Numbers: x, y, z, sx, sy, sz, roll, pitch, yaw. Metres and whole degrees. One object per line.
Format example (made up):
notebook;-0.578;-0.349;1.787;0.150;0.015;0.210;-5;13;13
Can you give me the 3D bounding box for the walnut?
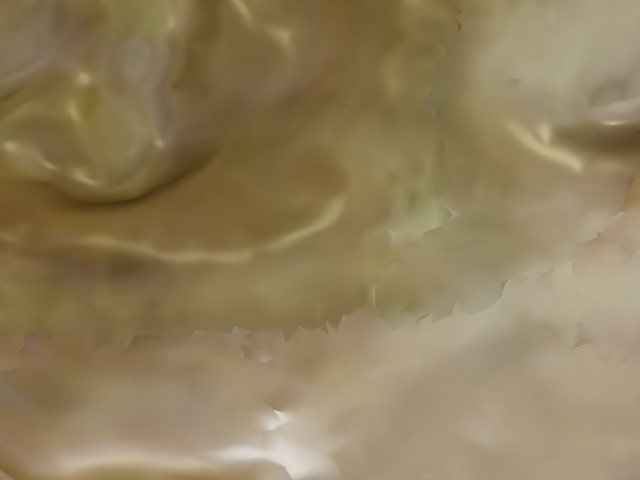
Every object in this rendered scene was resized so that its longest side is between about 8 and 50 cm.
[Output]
walnut;-0.001;0.001;0.453;0.344;0.306;0.306;-7;132;25
